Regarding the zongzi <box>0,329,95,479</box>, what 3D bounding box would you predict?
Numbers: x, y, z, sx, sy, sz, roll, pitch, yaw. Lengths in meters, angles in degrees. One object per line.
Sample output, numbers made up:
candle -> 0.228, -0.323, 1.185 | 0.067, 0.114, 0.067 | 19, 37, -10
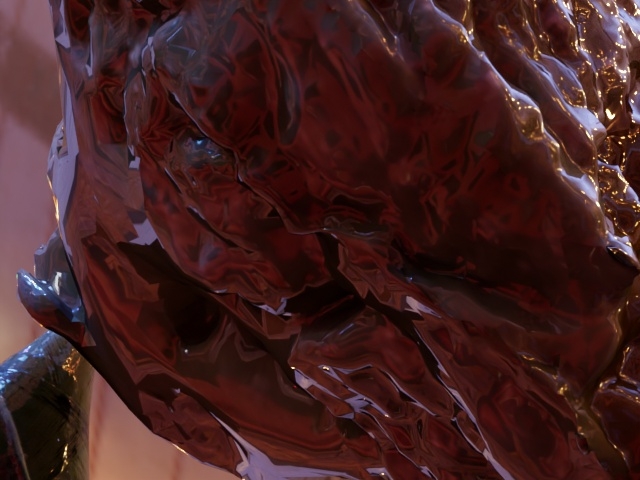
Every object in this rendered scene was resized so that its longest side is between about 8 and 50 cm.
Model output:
zongzi -> -0.103, 0.092, 0.789 | 0.104, 0.113, 0.052 | 55, -23, -2

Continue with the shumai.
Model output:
shumai -> -0.003, 0.002, 0.608 | 0.283, 0.217, 0.346 | -33, -91, 34
